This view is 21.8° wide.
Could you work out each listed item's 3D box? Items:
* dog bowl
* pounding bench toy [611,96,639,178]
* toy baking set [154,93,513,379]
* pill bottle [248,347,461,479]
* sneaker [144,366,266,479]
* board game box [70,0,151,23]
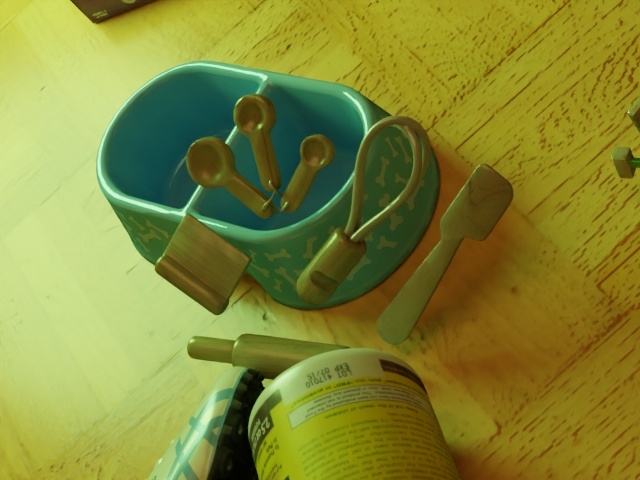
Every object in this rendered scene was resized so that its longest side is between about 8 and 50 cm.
[{"bbox_3d":[-0.051,-0.052,1.245,0.297,0.074,0.166,16,68,41],"label":"dog bowl"},{"bbox_3d":[0.235,-0.064,1.065,0.083,0.052,0.065,-49,45,-6],"label":"pounding bench toy"},{"bbox_3d":[-0.001,0.007,1.111,0.256,0.030,0.196,10,106,24],"label":"toy baking set"},{"bbox_3d":[0.034,0.175,0.979,0.117,0.117,0.215,-32,45,12],"label":"pill bottle"},{"bbox_3d":[-0.104,0.184,1.091,0.086,0.085,0.237,17,69,22],"label":"sneaker"},{"bbox_3d":[-0.065,-0.335,1.491,0.347,0.056,0.208,-16,46,25],"label":"board game box"}]
